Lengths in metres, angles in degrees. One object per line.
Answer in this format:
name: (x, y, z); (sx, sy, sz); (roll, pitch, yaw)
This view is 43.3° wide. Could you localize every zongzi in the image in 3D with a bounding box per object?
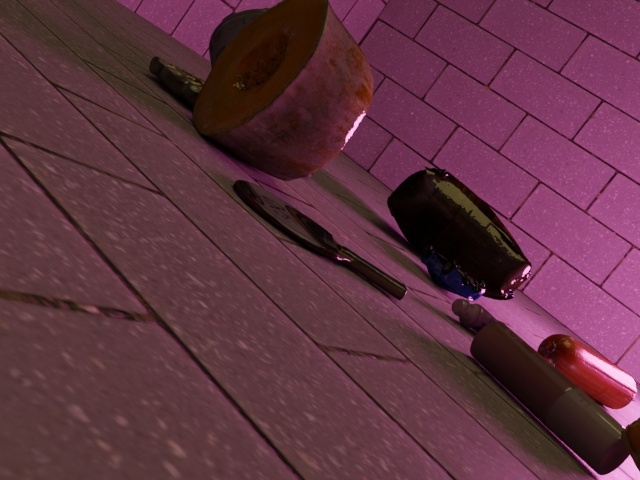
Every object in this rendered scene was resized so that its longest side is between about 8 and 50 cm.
zongzi: (0.363, -0.002, 2.164); (0.403, 0.208, 0.432); (43, -3, 6)

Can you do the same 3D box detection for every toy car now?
toy car: (0.279, 0.073, 1.760); (0.103, 0.063, 0.216); (34, 3, -20)

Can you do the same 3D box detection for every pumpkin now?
pumpkin: (-0.057, -0.266, 1.463); (0.199, 0.332, 0.332); (39, 6, -36)

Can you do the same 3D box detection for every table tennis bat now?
table tennis bat: (0.000, 0.000, 1.185); (0.301, 0.022, 0.173); (33, 9, -10)

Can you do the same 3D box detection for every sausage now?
sausage: (0.547, 0.267, 1.687); (0.312, 0.093, 0.093); (30, 11, -37)

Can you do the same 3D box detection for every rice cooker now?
rice cooker: (-0.144, -0.405, 1.927); (0.241, 0.281, 0.226); (28, 40, -47)

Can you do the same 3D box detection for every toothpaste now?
toothpaste: (0.348, 0.188, 1.480); (0.301, 0.048, 0.075); (35, 4, -28)

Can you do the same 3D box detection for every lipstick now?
lipstick: (0.315, 0.212, 1.121); (0.070, 0.070, 0.254); (28, 12, -44)

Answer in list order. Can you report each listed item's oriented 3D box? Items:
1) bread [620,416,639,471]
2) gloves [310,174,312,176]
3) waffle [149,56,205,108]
bread: (0.516, 0.324, 0.895); (0.375, 0.165, 0.237); (52, 22, 20)
gloves: (-0.068, -0.229, 1.955); (0.119, 0.097, 0.229); (-5, 37, -29)
waffle: (-0.221, -0.287, 1.723); (0.309, 0.056, 0.292); (37, 8, 6)
